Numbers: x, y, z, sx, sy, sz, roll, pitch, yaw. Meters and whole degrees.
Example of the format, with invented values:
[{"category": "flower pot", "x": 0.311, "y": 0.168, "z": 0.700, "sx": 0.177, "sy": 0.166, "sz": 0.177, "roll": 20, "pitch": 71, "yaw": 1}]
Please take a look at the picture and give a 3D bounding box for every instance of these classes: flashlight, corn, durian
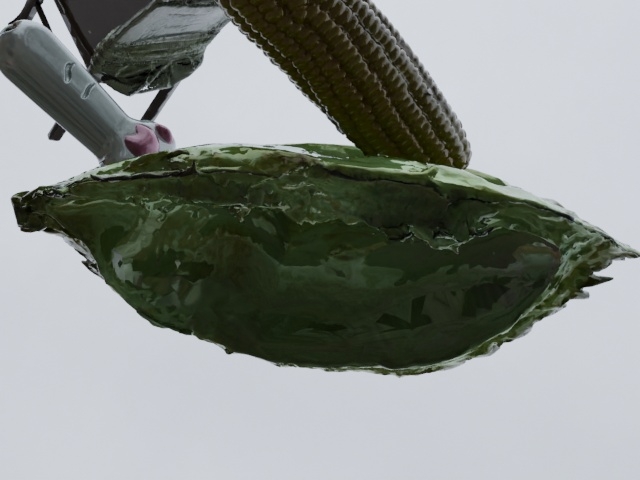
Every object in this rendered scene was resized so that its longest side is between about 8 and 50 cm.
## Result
[{"category": "flashlight", "x": -0.201, "y": -0.115, "z": 1.262, "sx": 0.200, "sy": 0.093, "sz": 0.047, "roll": 45, "pitch": -50, "yaw": -10}, {"category": "corn", "x": 0.013, "y": -0.117, "z": 0.925, "sx": 0.080, "sy": 0.080, "sz": 0.231, "roll": -23, "pitch": -58, "yaw": 33}, {"category": "durian", "x": -0.002, "y": 0.011, "z": 0.931, "sx": 0.394, "sy": 0.198, "sz": 0.163, "roll": 10, "pitch": -88, "yaw": -17}]

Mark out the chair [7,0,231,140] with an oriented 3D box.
[{"category": "chair", "x": -0.204, "y": -0.250, "z": 1.569, "sx": 0.319, "sy": 0.160, "sz": 0.186, "roll": -41, "pitch": -114, "yaw": 51}]
